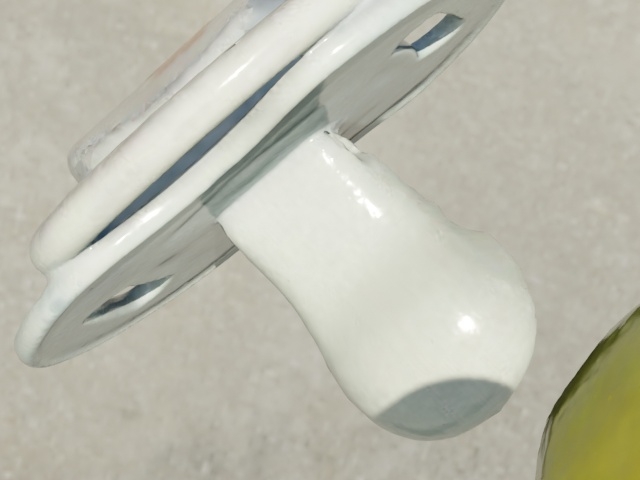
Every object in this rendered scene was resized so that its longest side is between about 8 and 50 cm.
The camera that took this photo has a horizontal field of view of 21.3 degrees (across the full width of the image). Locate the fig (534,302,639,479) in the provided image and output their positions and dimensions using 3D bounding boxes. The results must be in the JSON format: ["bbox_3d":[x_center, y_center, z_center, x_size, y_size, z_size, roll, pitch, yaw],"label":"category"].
[{"bbox_3d":[0.104,0.075,0.335,0.136,0.121,0.153,-31,90,-12],"label":"fig"}]

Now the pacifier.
[{"bbox_3d":[0.000,0.000,0.724,0.207,0.279,0.227,50,15,3],"label":"pacifier"}]
